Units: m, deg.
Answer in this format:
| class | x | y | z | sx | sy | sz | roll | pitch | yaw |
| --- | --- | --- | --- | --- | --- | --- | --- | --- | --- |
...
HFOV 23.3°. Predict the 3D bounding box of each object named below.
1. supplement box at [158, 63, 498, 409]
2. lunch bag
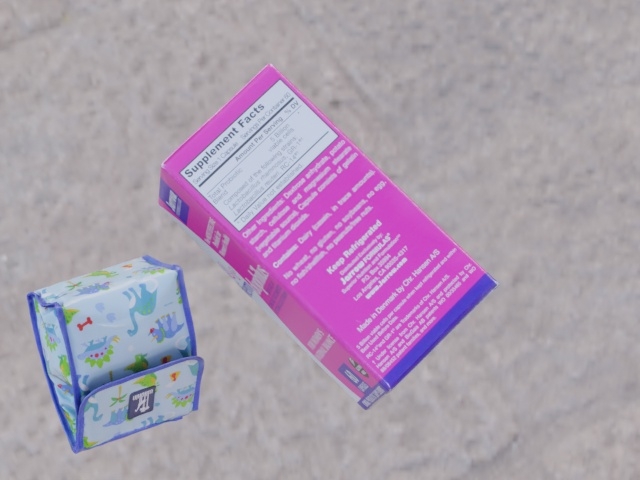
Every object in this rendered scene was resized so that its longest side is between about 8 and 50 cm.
| class | x | y | z | sx | sy | sz | roll | pitch | yaw |
| --- | --- | --- | --- | --- | --- | --- | --- | --- | --- |
| supplement box | 0.000 | 0.000 | 1.091 | 0.114 | 0.111 | 0.220 | -43 | 84 | -14 |
| lunch bag | -0.180 | 0.105 | 1.402 | 0.129 | 0.151 | 0.096 | -17 | 18 | -28 |
